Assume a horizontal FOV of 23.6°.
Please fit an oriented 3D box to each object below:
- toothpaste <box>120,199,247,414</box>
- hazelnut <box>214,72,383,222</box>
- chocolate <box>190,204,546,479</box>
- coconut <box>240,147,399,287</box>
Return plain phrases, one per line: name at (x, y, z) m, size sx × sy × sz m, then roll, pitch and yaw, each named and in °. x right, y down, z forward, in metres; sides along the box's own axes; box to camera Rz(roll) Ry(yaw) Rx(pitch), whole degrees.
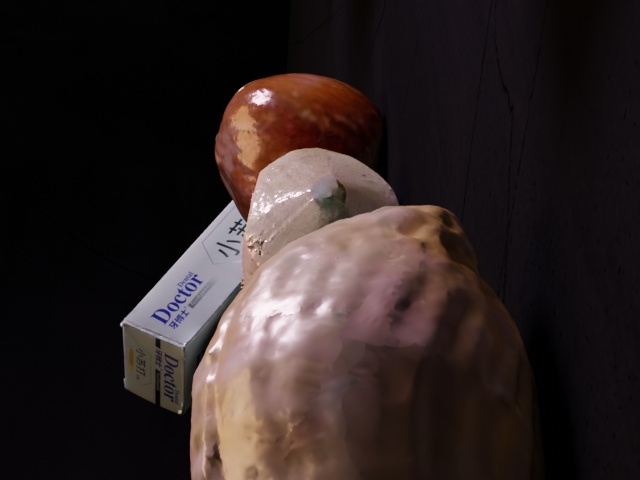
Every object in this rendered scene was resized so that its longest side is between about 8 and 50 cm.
toothpaste at (-0.063, 0.014, 1.312) m, size 0.313 × 0.071 × 0.089 m, roll -50°, pitch -24°, yaw -43°
hazelnut at (-0.018, -0.061, 1.220) m, size 0.154 × 0.143 × 0.143 m, roll 95°, pitch 176°, yaw -58°
chocolate at (0.015, 0.126, 0.530) m, size 0.134 × 0.134 × 0.309 m, roll 99°, pitch 174°, yaw -62°
coconut at (0.000, 0.000, 1.061) m, size 0.122 × 0.116 × 0.116 m, roll 96°, pitch 175°, yaw -55°
